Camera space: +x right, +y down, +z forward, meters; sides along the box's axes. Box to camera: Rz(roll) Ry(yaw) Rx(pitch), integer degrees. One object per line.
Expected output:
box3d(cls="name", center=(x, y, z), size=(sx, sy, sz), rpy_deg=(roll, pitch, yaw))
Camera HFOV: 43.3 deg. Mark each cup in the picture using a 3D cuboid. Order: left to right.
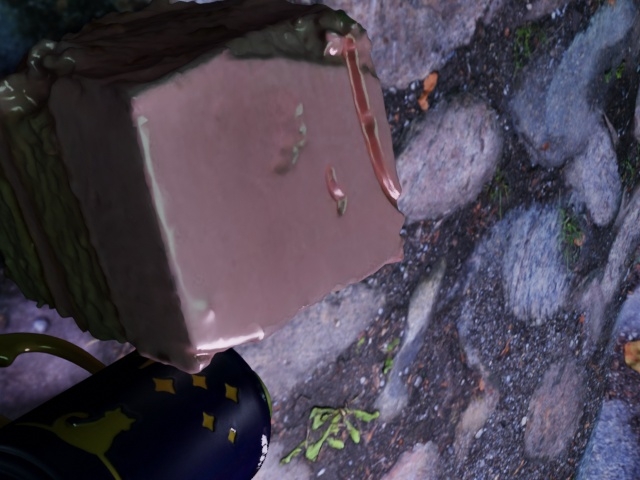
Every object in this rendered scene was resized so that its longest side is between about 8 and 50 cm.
box3d(cls="cup", center=(-0.215, 0.195, 0.716), size=(0.256, 0.255, 0.178), rpy_deg=(-26, 119, -63))

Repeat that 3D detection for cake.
box3d(cls="cake", center=(-0.132, -0.073, 0.769), size=(0.314, 0.307, 0.293), rpy_deg=(-32, 124, -36))

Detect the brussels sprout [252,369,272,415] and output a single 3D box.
box3d(cls="brussels sprout", center=(-0.128, 0.230, 1.027), size=(0.155, 0.118, 0.155), rpy_deg=(-9, 102, -50))
